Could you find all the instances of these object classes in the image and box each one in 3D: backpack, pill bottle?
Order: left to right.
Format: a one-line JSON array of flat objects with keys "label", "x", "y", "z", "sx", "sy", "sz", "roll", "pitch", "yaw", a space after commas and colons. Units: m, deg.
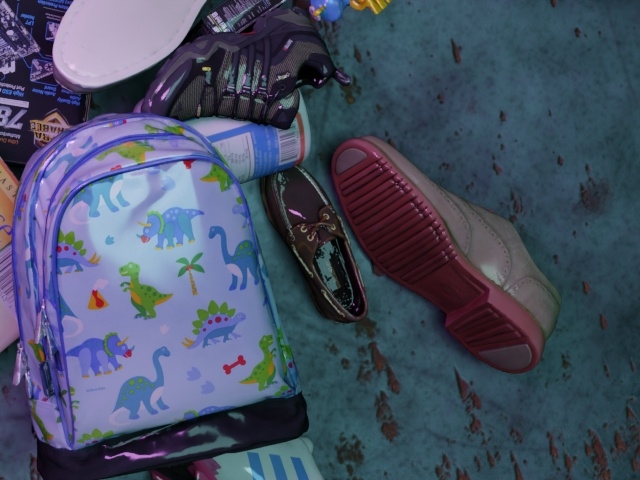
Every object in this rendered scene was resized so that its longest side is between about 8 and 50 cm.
[{"label": "backpack", "x": -0.171, "y": 0.048, "z": 1.577, "sx": 0.290, "sy": 0.273, "sz": 0.355, "roll": -9, "pitch": 87, "yaw": -11}, {"label": "pill bottle", "x": -0.133, "y": -0.112, "z": 1.750, "sx": 0.222, "sy": 0.124, "sz": 0.124, "roll": -18, "pitch": 98, "yaw": -19}]

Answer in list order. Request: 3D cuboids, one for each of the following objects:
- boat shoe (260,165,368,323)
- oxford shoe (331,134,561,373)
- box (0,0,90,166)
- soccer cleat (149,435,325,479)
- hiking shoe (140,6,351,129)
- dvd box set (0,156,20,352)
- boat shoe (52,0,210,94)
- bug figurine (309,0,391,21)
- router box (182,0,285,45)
[{"label": "boat shoe", "x": 0.000, "y": 0.000, "z": 1.831, "sx": 0.073, "sy": 0.073, "sz": 0.207, "roll": -30, "pitch": 101, "yaw": -15}, {"label": "oxford shoe", "x": 0.151, "y": -0.003, "z": 1.883, "sx": 0.348, "sy": 0.123, "sz": 0.130, "roll": 49, "pitch": 50, "yaw": -14}, {"label": "box", "x": -0.366, "y": -0.231, "z": 1.641, "sx": 0.296, "sy": 0.073, "sz": 0.293, "roll": 7, "pitch": 90, "yaw": -40}, {"label": "soccer cleat", "x": -0.093, "y": 0.247, "z": 1.799, "sx": 0.331, "sy": 0.116, "sz": 0.143, "roll": 42, "pitch": 55, "yaw": -14}, {"label": "hiking shoe", "x": -0.078, "y": -0.161, "z": 1.665, "sx": 0.227, "sy": 0.086, "sz": 0.114, "roll": -30, "pitch": 68, "yaw": -24}, {"label": "dvd box set", "x": -0.469, "y": 0.064, "z": 1.581, "sx": 0.420, "sy": 0.062, "sz": 0.307, "roll": -41, "pitch": 134, "yaw": -10}, {"label": "boat shoe", "x": -0.185, "y": -0.245, "z": 1.687, "sx": 0.109, "sy": 0.091, "sz": 0.305, "roll": 41, "pitch": 54, "yaw": -5}, {"label": "bug figurine", "x": -0.015, "y": -0.367, "z": 1.767, "sx": 0.279, "sy": 0.072, "sz": 0.216, "roll": 53, "pitch": 41, "yaw": -5}, {"label": "router box", "x": -0.097, "y": -0.242, "z": 1.759, "sx": 0.092, "sy": 0.122, "sz": 0.038, "roll": -38, "pitch": 95, "yaw": -16}]
